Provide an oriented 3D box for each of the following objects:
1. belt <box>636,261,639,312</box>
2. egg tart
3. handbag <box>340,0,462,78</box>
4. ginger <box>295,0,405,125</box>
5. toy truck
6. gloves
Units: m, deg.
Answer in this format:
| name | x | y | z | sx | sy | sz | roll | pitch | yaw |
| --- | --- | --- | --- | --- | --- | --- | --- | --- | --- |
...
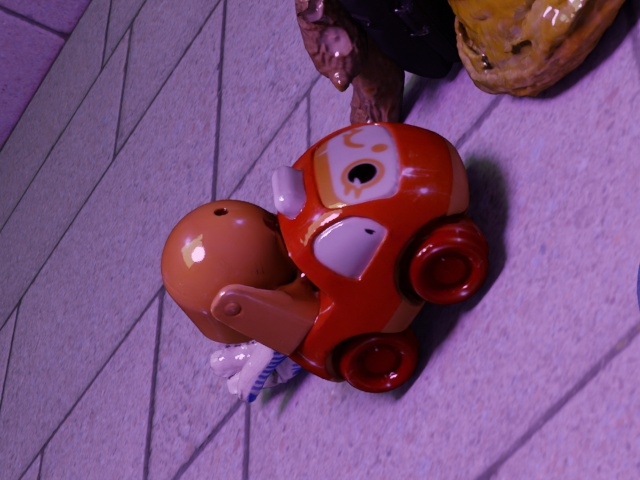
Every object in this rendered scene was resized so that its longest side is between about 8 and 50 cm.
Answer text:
| name | x | y | z | sx | sy | sz | roll | pitch | yaw |
| --- | --- | --- | --- | --- | --- | --- | --- | --- | --- |
| belt | 0.272 | 0.027 | 1.020 | 0.141 | 0.082 | 0.190 | -58 | 21 | 15 |
| egg tart | 0.187 | -0.265 | 1.471 | 0.294 | 0.123 | 0.294 | -53 | 24 | 35 |
| handbag | 0.108 | -0.314 | 1.601 | 0.088 | 0.244 | 0.275 | 16 | 79 | 30 |
| ginger | 0.034 | -0.194 | 1.664 | 0.084 | 0.290 | 0.122 | -17 | 61 | 11 |
| toy truck | 0.000 | 0.000 | 1.490 | 0.265 | 0.239 | 0.189 | -55 | 24 | 26 |
| gloves | -0.040 | 0.084 | 1.705 | 0.229 | 0.097 | 0.119 | -47 | 17 | 38 |
